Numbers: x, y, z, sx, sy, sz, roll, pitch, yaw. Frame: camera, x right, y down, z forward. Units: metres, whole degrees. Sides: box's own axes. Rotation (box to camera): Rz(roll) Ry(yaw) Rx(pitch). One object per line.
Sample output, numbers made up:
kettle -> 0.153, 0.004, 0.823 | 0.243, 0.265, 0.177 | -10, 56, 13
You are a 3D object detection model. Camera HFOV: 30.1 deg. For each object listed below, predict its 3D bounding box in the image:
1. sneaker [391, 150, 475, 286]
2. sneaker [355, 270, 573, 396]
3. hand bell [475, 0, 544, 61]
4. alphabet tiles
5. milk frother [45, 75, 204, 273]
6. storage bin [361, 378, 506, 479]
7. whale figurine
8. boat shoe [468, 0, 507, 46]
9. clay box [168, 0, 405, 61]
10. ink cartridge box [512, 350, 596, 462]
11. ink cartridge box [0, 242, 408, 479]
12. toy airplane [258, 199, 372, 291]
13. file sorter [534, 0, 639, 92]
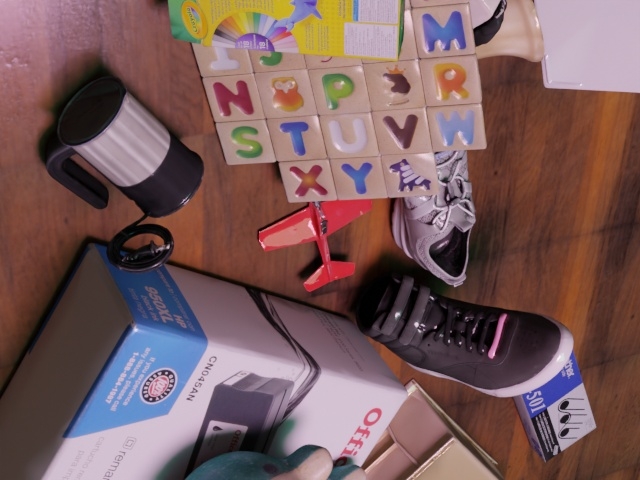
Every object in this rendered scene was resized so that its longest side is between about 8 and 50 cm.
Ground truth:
sneaker -> 0.142, -0.063, 1.363 | 0.105, 0.115, 0.281 | -29, 142, -13
sneaker -> 0.153, 0.106, 1.418 | 0.147, 0.296, 0.104 | 32, 72, -32
hand bell -> 0.106, -0.210, 1.297 | 0.242, 0.126, 0.126 | -22, 130, 0
alphabet tiles -> 0.015, -0.177, 1.199 | 0.285, 0.011, 0.342 | -2, 130, 14
milk frother -> -0.194, -0.060, 1.177 | 0.129, 0.143, 0.135 | -39, 134, 8
storage bin -> 0.123, 0.376, 1.669 | 0.260, 0.123, 0.262 | -42, 132, 2
whale figurine -> -0.060, 0.297, 1.302 | 0.272, 0.141, 0.216 | -8, 129, -57
boat shoe -> 0.064, -0.349, 1.167 | 0.340, 0.127, 0.158 | 43, 51, -24
clay box -> -0.032, -0.240, 1.111 | 0.222, 0.053, 0.127 | 7, 131, 8
ink cartridge box -> 0.335, 0.228, 1.742 | 0.097, 0.046, 0.207 | -33, 131, -8
ink cartridge box -> -0.139, 0.203, 1.370 | 0.395, 0.166, 0.285 | 19, 111, -38
toy airplane -> 0.000, 0.000, 1.406 | 0.151, 0.028, 0.151 | -16, 127, -22
file sorter -> 0.338, -0.318, 1.259 | 0.173, 0.193, 0.277 | -60, 146, -40
